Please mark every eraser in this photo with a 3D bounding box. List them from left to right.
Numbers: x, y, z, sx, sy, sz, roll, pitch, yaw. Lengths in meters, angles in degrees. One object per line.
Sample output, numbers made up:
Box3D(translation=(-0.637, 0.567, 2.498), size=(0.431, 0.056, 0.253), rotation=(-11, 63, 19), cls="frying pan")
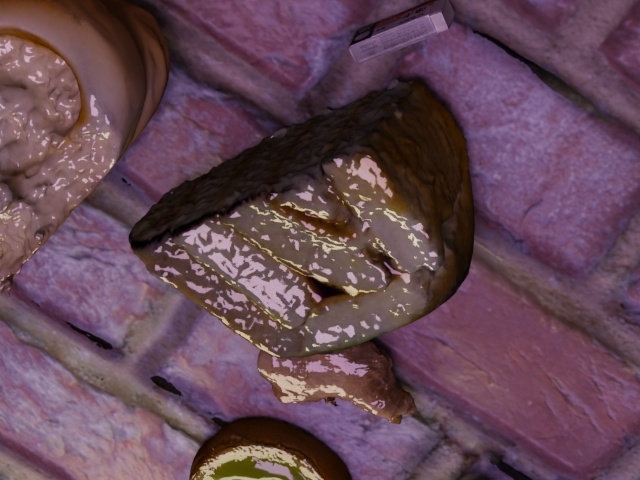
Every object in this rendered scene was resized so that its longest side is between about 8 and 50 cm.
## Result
Box3D(translation=(0.094, -0.243, 1.861), size=(0.122, 0.052, 0.029), rotation=(-19, 114, 23), cls="eraser")

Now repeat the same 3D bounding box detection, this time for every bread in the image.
Box3D(translation=(-0.350, -0.114, 1.917), size=(0.424, 0.245, 0.329), rotation=(-45, 64, 28), cls="bread")
Box3D(translation=(-0.075, 0.352, 2.234), size=(0.236, 0.070, 0.236), rotation=(6, 122, 9), cls="bread")
Box3D(translation=(-0.004, 0.006, 1.920), size=(0.395, 0.239, 0.264), rotation=(-24, 111, 27), cls="bread")

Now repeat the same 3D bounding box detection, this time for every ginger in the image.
Box3D(translation=(0.027, 0.170, 2.104), size=(0.213, 0.074, 0.137), rotation=(15, 131, 9), cls="ginger")
